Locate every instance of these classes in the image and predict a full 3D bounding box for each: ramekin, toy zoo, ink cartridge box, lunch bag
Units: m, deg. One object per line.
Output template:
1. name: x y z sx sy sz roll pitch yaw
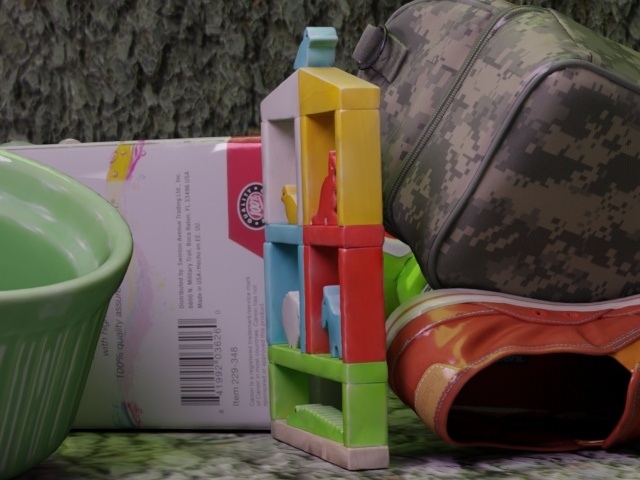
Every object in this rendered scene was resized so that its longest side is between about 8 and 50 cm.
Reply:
1. ramekin: -0.284 0.041 1.270 0.303 0.148 0.303 12 19 -4
2. toy zoo: 0.000 0.000 1.335 0.030 0.293 0.192 -2 2 -17
3. ink cartridge box: -0.129 0.032 1.530 0.306 0.226 0.131 0 1 18
4. lunch bag: 0.188 -0.056 1.440 0.305 0.212 0.256 20 21 -27

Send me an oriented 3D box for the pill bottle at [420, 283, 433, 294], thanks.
1. pill bottle: 0.172 0.079 1.749 0.103 0.103 0.184 -3 2 -32

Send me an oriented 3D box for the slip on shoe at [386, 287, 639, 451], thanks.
1. slip on shoe: 0.205 0.097 1.321 0.331 0.123 0.101 3 32 -18

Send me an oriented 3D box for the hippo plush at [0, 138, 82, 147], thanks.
1. hippo plush: -0.249 0.020 1.862 0.234 0.237 0.294 -2 2 -6

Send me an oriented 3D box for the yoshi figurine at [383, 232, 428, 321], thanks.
1. yoshi figurine: 0.096 0.069 1.934 0.362 0.204 0.203 -14 -32 -7
